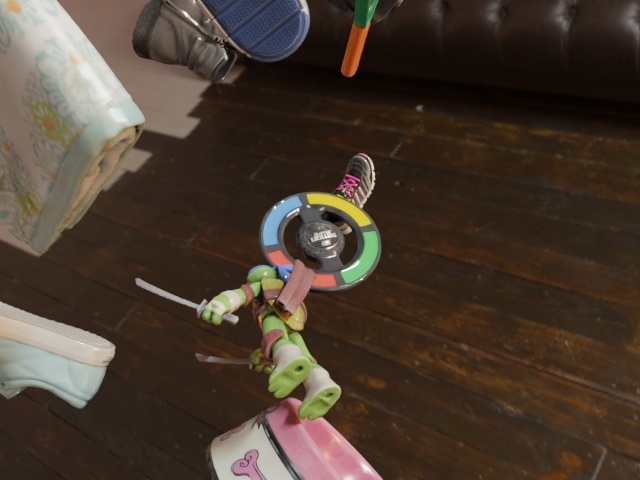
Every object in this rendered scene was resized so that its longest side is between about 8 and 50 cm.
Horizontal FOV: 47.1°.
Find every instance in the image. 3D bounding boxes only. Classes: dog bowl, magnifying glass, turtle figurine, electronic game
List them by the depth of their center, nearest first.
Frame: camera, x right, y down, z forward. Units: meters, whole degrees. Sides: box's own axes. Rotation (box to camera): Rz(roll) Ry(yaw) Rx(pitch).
[{"bbox_3d":[0.062,-0.312,0.985,0.026,0.231,0.092,25,56,3],"label":"magnifying glass"},{"bbox_3d":[-0.107,0.166,1.128,0.275,0.197,0.266,-15,37,-21],"label":"turtle figurine"},{"bbox_3d":[0.012,0.421,1.156,0.150,0.408,0.408,-43,43,-2],"label":"dog bowl"},{"bbox_3d":[0.000,0.000,1.359,0.229,0.048,0.229,5,52,-7],"label":"electronic game"}]

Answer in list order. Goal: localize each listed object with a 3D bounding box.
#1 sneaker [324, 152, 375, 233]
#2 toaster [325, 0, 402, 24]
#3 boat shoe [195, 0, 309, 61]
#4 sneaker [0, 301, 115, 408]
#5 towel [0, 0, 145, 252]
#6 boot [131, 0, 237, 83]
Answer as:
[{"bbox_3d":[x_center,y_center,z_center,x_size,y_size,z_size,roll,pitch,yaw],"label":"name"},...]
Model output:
[{"bbox_3d":[0.054,-0.092,1.467,0.063,0.075,0.170,28,106,29],"label":"sneaker"},{"bbox_3d":[0.040,-0.456,1.143,0.129,0.227,0.146,-42,25,57],"label":"toaster"},{"bbox_3d":[-0.075,-0.184,0.422,0.066,0.183,0.066,-31,19,9],"label":"boat shoe"},{"bbox_3d":[-0.552,0.193,1.264,0.366,0.135,0.150,19,88,-1],"label":"sneaker"},{"bbox_3d":[-0.380,-0.171,0.869,0.090,0.320,0.374,-43,6,-40],"label":"towel"},{"bbox_3d":[-0.237,-0.508,1.537,0.223,0.118,0.338,18,96,13],"label":"boot"}]
